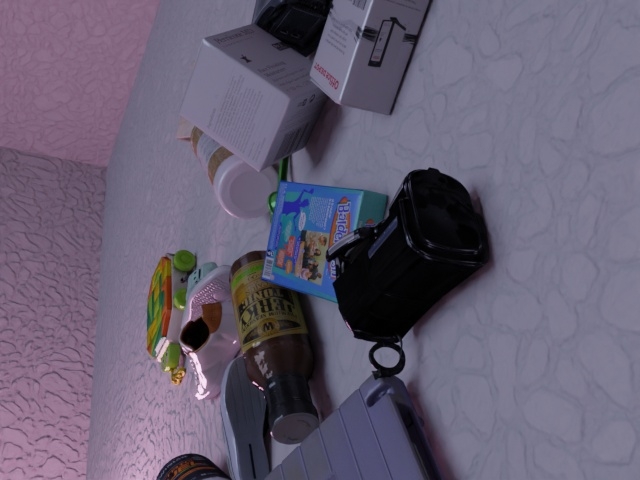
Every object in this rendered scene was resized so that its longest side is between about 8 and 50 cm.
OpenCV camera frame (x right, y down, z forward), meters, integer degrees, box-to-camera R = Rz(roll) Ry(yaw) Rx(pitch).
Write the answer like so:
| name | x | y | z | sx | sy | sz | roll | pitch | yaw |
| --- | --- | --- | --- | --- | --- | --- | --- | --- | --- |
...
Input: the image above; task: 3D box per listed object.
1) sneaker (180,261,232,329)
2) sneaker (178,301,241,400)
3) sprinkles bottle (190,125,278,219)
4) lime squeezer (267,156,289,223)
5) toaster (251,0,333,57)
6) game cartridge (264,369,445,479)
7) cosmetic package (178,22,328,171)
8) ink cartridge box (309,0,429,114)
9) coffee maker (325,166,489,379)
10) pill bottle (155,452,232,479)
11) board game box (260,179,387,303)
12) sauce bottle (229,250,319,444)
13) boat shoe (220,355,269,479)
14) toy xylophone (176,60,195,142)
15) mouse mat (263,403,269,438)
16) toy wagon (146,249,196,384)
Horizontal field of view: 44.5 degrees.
| name | x | y | z | sx | sy | sz | roll | pitch | yaw |
| --- | --- | --- | --- | --- | --- | --- | --- | --- | --- |
| sneaker | -0.236 | 0.086 | 1.651 | 0.256 | 0.094 | 0.151 | 129 | 147 | -47 |
| sneaker | -0.235 | 0.215 | 1.557 | 0.105 | 0.123 | 0.290 | -106 | 33 | -43 |
| sprinkles bottle | -0.181 | -0.159 | 1.587 | 0.355 | 0.121 | 0.121 | -127 | 52 | -61 |
| lime squeezer | -0.052 | -0.068 | 1.331 | 0.310 | 0.059 | 0.109 | -123 | 47 | -60 |
| toaster | -0.036 | -0.427 | 1.354 | 0.227 | 0.129 | 0.146 | 148 | 130 | -62 |
| game cartridge | 0.053 | 0.337 | 0.818 | 0.230 | 0.068 | 0.355 | -51 | 33 | 22 |
| cosmetic package | -0.107 | -0.242 | 1.306 | 0.151 | 0.184 | 0.151 | -38 | -19 | -52 |
| ink cartridge box | 0.069 | -0.298 | 1.102 | 0.148 | 0.086 | 0.203 | -123 | 47 | -58 |
| coffee maker | 0.104 | 0.035 | 0.872 | 0.171 | 0.120 | 0.178 | 63 | 145 | 19 |
| pill bottle | -0.227 | 0.464 | 1.418 | 0.246 | 0.131 | 0.130 | 175 | 104 | -66 |
| board game box | 0.000 | 0.000 | 1.130 | 0.210 | 0.047 | 0.160 | 13 | 92 | 54 |
| sauce bottle | -0.068 | 0.156 | 1.207 | 0.344 | 0.111 | 0.111 | -112 | 38 | -49 |
| boat shoe | -0.138 | 0.312 | 1.317 | 0.076 | 0.083 | 0.226 | -39 | 49 | 54 |
| toy xylophone | -0.288 | -0.335 | 1.967 | 0.323 | 0.081 | 0.236 | -145 | 67 | -65 |
| mouse mat | -0.122 | 0.289 | 1.406 | 0.189 | 0.007 | 0.152 | -114 | 40 | -55 |
| toy wagon | -0.383 | 0.199 | 1.980 | 0.267 | 0.068 | 0.344 | 123 | 148 | -44 |
